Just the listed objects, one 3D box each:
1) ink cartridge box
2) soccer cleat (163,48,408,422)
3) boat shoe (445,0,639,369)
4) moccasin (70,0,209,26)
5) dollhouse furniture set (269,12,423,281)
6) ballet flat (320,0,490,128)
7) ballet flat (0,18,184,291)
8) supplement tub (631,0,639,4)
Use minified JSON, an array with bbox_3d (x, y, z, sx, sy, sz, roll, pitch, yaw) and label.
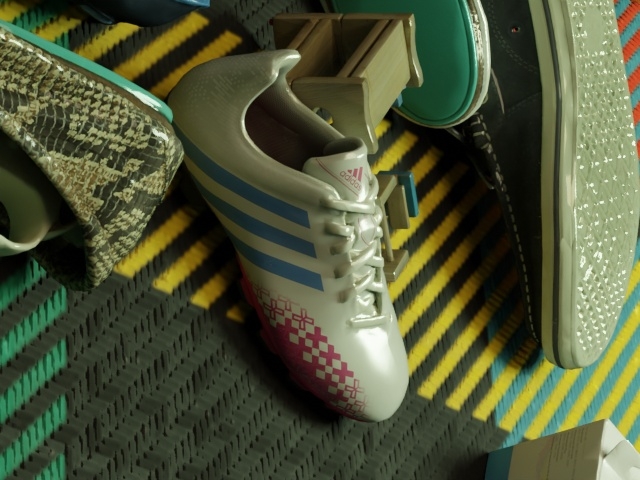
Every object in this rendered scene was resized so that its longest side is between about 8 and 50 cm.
[{"bbox_3d":[0.225,0.228,1.741,0.092,0.143,0.090,47,40,-29],"label":"ink cartridge box"},{"bbox_3d":[0.000,0.000,1.552,0.331,0.143,0.116,58,36,-17],"label":"soccer cleat"},{"bbox_3d":[0.198,-0.125,1.893,0.187,0.156,0.500,-10,92,-60],"label":"boat shoe"},{"bbox_3d":[-0.219,-0.230,1.402,0.342,0.117,0.137,37,46,-43],"label":"moccasin"},{"bbox_3d":[0.010,-0.080,1.654,0.129,0.129,0.183,-56,143,-51],"label":"dollhouse furniture set"},{"bbox_3d":[0.036,-0.289,1.786,0.400,0.139,0.139,55,37,-18],"label":"ballet flat"},{"bbox_3d":[-0.278,-0.107,1.239,0.483,0.164,0.182,38,65,-40],"label":"ballet flat"},{"bbox_3d":[0.428,-0.422,2.310,0.207,0.207,0.338,54,36,-21],"label":"supplement tub"}]
